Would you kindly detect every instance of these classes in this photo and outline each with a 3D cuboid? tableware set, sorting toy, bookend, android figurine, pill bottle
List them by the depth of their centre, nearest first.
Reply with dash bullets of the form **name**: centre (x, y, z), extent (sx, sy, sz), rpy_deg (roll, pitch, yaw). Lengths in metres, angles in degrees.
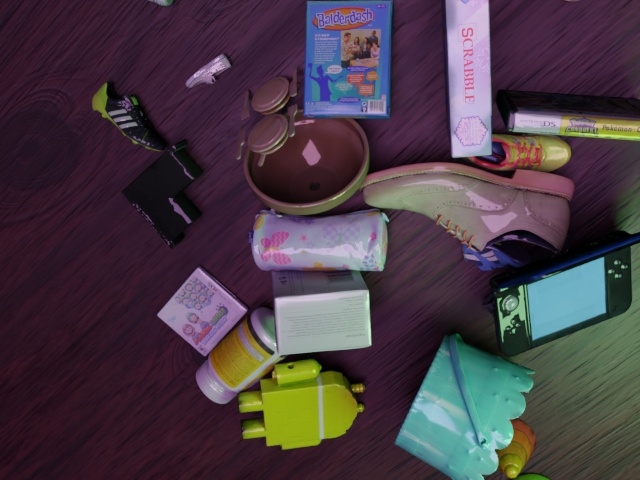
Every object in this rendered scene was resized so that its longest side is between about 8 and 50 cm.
- **tableware set**: centre (-0.089, -0.231, 1.340), extent (0.128, 0.194, 0.039), rpy_deg (-19, 138, 24)
- **bookend**: centre (-0.292, -0.095, 1.461), extent (0.157, 0.072, 0.156), rpy_deg (-39, 98, 17)
- **sorting toy**: centre (0.442, 0.559, 1.502), extent (0.127, 0.126, 0.365), rpy_deg (-22, 101, 15)
- **pill bottle**: centre (-0.162, 0.248, 1.517), extent (0.119, 0.119, 0.208), rpy_deg (45, 108, -5)
- **android figurine**: centre (-0.038, 0.356, 1.524), extent (0.273, 0.056, 0.248), rpy_deg (-8, 125, -7)

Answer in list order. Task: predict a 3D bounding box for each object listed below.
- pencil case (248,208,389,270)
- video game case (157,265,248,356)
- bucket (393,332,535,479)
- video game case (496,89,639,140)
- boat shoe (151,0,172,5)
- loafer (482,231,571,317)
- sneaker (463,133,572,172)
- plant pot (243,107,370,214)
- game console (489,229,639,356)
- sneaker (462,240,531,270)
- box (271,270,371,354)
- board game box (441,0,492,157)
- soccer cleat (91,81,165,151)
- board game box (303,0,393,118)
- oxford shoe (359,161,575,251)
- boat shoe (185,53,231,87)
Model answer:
- **pencil case**: centre (0.000, 0.000, 1.418), extent (0.273, 0.113, 0.124), rpy_deg (1, 73, 10)
- **video game case**: centre (-0.258, 0.156, 1.559), extent (0.143, 0.019, 0.157), rpy_deg (42, 109, -4)
- **bucket**: centre (0.275, 0.328, 1.388), extent (0.183, 0.281, 0.281), rpy_deg (26, 110, 11)
- **video game case**: centre (0.429, -0.214, 1.189), extent (0.248, 0.275, 0.035), rpy_deg (5, 110, 8)
- **boat shoe**: centre (-0.302, -0.555, 1.316), extent (0.076, 0.083, 0.226), rpy_deg (15, 109, 4)
- **loafer**: centre (0.400, 0.065, 1.384), extent (0.078, 0.076, 0.223), rpy_deg (28, 113, -9)
- **sneaker**: centre (0.359, -0.157, 1.315), extent (0.208, 0.094, 0.081), rpy_deg (2, 105, 8)
- **plant pot**: centre (-0.020, -0.130, 1.355), extent (0.237, 0.237, 0.109), rpy_deg (-1, 146, 10)
- **game console**: centre (0.470, 0.093, 1.262), extent (0.293, 0.173, 0.250), rpy_deg (-18, 115, -11)
- **sneaker**: centre (0.339, 0.031, 1.380), extent (0.144, 0.053, 0.059), rpy_deg (21, 122, 39)
- **box**: centre (-0.003, 0.130, 1.403), extent (0.182, 0.181, 0.119), rpy_deg (-5, 105, -4)
- **board game box**: centre (0.235, -0.321, 1.170), extent (0.066, 0.318, 0.318), rpy_deg (-3, 107, 9)
- **soccer cleat**: centre (-0.381, -0.248, 1.438), extent (0.179, 0.060, 0.072), rpy_deg (38, 108, 0)
- **board game box**: centre (0.052, -0.332, 1.315), extent (0.160, 0.047, 0.210), rpy_deg (3, 92, 10)
- **oxford shoe**: centre (0.263, -0.057, 1.316), extent (0.397, 0.140, 0.146), rpy_deg (4, 81, 9)
- **boat shoe**: centre (-0.219, -0.324, 1.399), extent (0.100, 0.035, 0.035), rpy_deg (-33, 96, 11)
